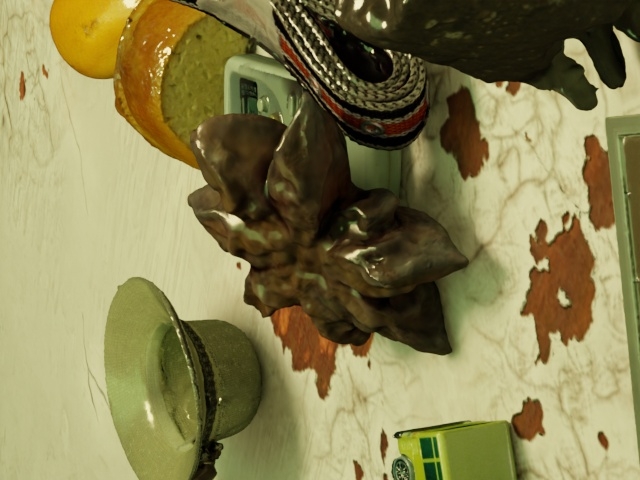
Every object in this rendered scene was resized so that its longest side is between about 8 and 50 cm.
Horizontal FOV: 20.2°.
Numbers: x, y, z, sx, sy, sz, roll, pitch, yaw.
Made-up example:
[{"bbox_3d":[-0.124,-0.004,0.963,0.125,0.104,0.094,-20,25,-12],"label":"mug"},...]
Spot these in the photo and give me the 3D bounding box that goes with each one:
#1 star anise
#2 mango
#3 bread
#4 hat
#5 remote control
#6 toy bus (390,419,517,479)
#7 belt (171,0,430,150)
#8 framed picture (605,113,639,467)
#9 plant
[{"bbox_3d":[0.007,-0.006,1.659,0.315,0.108,0.315,30,147,22],"label":"star anise"},{"bbox_3d":[-0.244,-0.271,2.156,0.219,0.112,0.145,-10,88,50],"label":"mango"},{"bbox_3d":[-0.158,-0.187,1.981,0.129,0.134,0.260,40,131,50],"label":"bread"},{"bbox_3d":[-0.138,0.158,2.033,0.257,0.130,0.257,26,120,58],"label":"hat"},{"bbox_3d":[-0.013,-0.102,1.814,0.296,0.056,0.140,25,121,56],"label":"remote control"},{"bbox_3d":[0.130,0.251,1.606,0.101,0.088,0.175,-17,81,60],"label":"toy bus"},{"bbox_3d":[-0.036,-0.215,1.672,0.359,0.126,0.094,43,156,24],"label":"belt"},{"bbox_3d":[0.298,0.047,1.318,0.231,0.018,0.293,1,97,61],"label":"framed picture"},{"bbox_3d":[0.151,-0.211,1.269,0.188,0.276,0.199,-23,67,57],"label":"plant"}]
